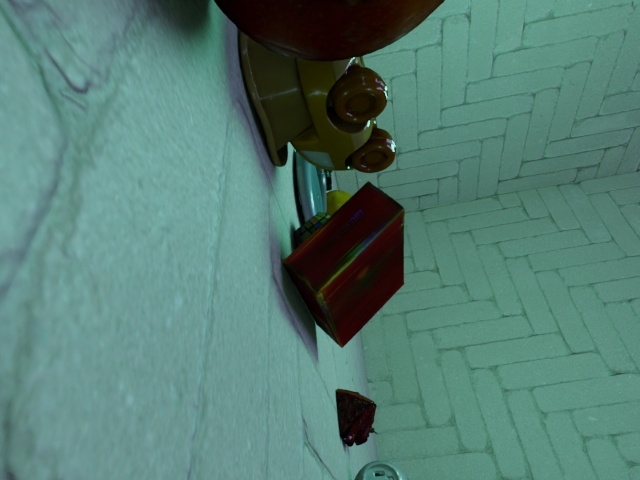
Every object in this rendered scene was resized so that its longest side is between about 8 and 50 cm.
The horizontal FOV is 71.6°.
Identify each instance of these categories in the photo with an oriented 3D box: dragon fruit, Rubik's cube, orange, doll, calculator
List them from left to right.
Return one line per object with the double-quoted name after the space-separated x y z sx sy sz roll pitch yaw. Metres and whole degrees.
-0.026 -0.122 1.085 0.298 0.042 0.185 -94 172 -54 "calculator"
0.000 0.000 0.865 0.111 0.111 0.093 71 36 -60 "Rubik's cube"
0.066 -0.097 1.511 0.159 0.136 0.158 -8 90 -83 "orange"
0.101 0.458 1.104 0.122 0.093 0.192 -93 171 -51 "dragon fruit"
0.153 0.674 1.098 0.150 0.151 0.286 -91 176 -58 "doll"

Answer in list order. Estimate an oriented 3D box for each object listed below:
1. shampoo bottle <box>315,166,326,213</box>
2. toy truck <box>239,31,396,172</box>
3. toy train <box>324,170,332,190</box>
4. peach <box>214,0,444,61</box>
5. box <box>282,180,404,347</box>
-0.005 -0.157 1.244 0.079 0.040 0.165 -108 -168 -51 "shampoo bottle"
0.005 -0.240 0.744 0.288 0.212 0.204 64 18 -60 "toy truck"
0.011 -0.273 1.641 0.111 0.071 0.170 88 -3 -47 "toy train"
0.018 -0.366 0.421 0.416 0.340 0.352 -88 167 -44 "peach"
0.060 0.061 0.812 0.089 0.197 0.313 41 -15 26 "box"
